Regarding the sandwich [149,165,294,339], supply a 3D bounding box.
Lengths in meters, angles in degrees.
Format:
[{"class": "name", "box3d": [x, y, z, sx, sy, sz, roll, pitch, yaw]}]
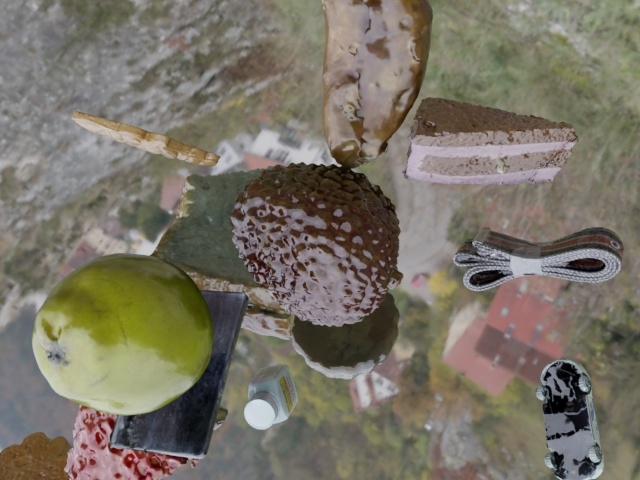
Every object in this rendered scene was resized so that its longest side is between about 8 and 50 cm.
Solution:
[{"class": "sandwich", "box3d": [-0.139, 0.002, 1.524, 0.262, 0.325, 0.131, 14, 133, 1]}]

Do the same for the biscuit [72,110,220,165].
[{"class": "biscuit", "box3d": [-0.286, -0.164, 1.418, 0.250, 0.035, 0.162, 19, 175, 0]}]

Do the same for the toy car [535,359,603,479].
[{"class": "toy car", "box3d": [0.422, 0.302, 1.459, 0.056, 0.205, 0.095, 21, 148, -40]}]

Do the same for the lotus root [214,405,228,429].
[{"class": "lotus root", "box3d": [-0.204, 0.316, 1.550, 0.099, 0.054, 0.049, -1, -153, -42]}]

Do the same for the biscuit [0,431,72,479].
[{"class": "biscuit", "box3d": [-0.541, 0.460, 1.637, 0.288, 0.202, 0.044, 25, 140, 56]}]

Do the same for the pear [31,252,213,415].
[{"class": "pear", "box3d": [-0.242, 0.117, 1.097, 0.212, 0.212, 0.269, 25, -167, 23]}]

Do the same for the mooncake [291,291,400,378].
[{"class": "mooncake", "box3d": [0.048, 0.174, 1.765, 0.228, 0.228, 0.124, 27, 163, 15]}]

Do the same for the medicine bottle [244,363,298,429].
[{"class": "medicine bottle", "box3d": [-0.081, 0.256, 1.401, 0.055, 0.074, 0.118, -12, -170, 17]}]

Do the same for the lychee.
[{"class": "lychee", "box3d": [0.000, 0.000, 1.259, 0.271, 0.236, 0.236, 33, 165, -16]}]

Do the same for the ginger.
[{"class": "ginger", "box3d": [0.081, -0.271, 1.276, 0.165, 0.172, 0.321, 14, 115, 24]}]

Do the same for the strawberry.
[{"class": "strawberry", "box3d": [-0.308, 0.278, 1.363, 0.234, 0.234, 0.178, 5, 110, 58]}]

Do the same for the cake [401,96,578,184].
[{"class": "cake", "box3d": [0.263, -0.155, 1.383, 0.295, 0.113, 0.116, 3, 133, -14]}]

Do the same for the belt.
[{"class": "belt", "box3d": [0.471, 0.038, 1.883, 0.359, 0.094, 0.126, -1, 114, 27]}]

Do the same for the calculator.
[{"class": "calculator", "box3d": [-0.205, 0.188, 1.269, 0.161, 0.262, 0.021, 3, 152, 22]}]
